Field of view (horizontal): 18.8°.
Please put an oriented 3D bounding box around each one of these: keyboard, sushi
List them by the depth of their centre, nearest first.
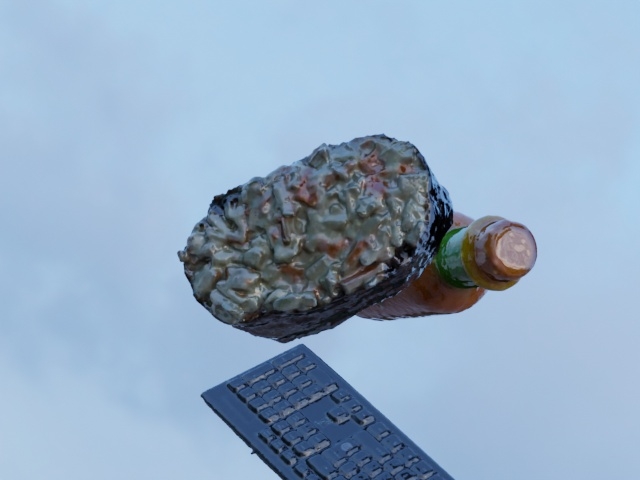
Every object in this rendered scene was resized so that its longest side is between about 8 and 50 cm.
[{"bbox_3d":[0.025,0.111,0.859,0.198,0.063,0.010,40,-34,39],"label":"keyboard"},{"bbox_3d":[0.000,0.000,1.079,0.078,0.150,0.090,38,31,-67],"label":"sushi"}]

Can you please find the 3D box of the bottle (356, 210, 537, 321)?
[{"bbox_3d":[0.073,0.013,1.187,0.069,0.069,0.187,42,-21,-16],"label":"bottle"}]
